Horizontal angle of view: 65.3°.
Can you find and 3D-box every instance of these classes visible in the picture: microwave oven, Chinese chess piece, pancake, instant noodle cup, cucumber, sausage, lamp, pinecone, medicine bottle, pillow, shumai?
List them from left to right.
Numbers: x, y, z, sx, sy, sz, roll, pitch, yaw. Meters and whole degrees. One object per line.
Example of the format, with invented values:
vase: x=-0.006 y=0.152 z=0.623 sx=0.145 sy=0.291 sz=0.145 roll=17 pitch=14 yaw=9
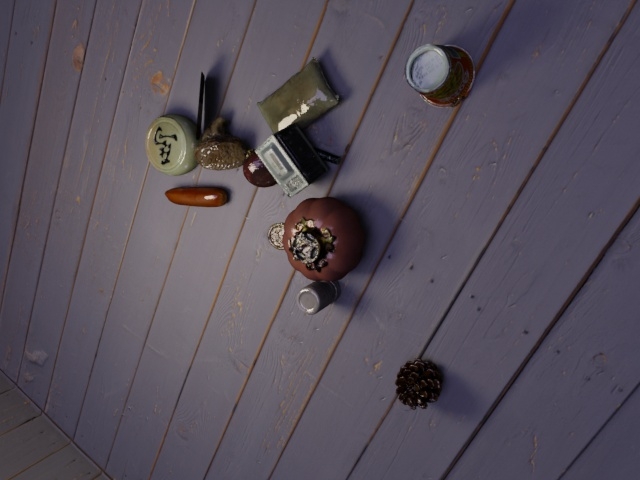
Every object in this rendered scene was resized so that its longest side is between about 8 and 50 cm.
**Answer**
Chinese chess piece: x=-0.602 y=-0.390 z=2.043 sx=0.250 sy=0.101 sz=0.250 roll=5 pitch=102 yaw=27
sausage: x=-0.512 y=-0.178 z=2.046 sx=0.300 sy=0.089 sz=0.083 roll=4 pitch=108 yaw=27
shumai: x=-0.380 y=-0.373 z=1.923 sx=0.206 sy=0.166 sz=0.175 roll=-4 pitch=61 yaw=3
lamp: x=-0.207 y=-0.275 z=1.844 sx=0.156 sy=0.135 sz=0.157 roll=11 pitch=132 yaw=-16
pancake: x=-0.158 y=-0.017 z=1.937 sx=0.115 sy=0.011 sz=0.114 roll=5 pitch=102 yaw=25
microwave oven: x=-0.098 y=-0.279 z=1.740 sx=0.122 sy=0.162 sz=0.208 roll=-31 pitch=99 yaw=42
pillow: x=-0.081 y=-0.488 z=1.764 sx=0.302 sy=0.075 sz=0.184 roll=-29 pitch=88 yaw=32
medicine bottle: x=-0.007 y=0.198 z=1.811 sx=0.105 sy=0.168 sz=0.105 roll=6 pitch=103 yaw=27
lamp: x=0.000 y=0.000 z=1.726 sx=0.305 sy=0.240 sz=0.305 roll=6 pitch=103 yaw=26
cucumber: x=0.008 y=-0.305 z=1.778 sx=0.133 sy=0.032 sz=0.032 roll=24 pitch=111 yaw=21
pinecone: x=0.327 y=0.498 z=1.699 sx=0.163 sy=0.165 sz=0.162 roll=8 pitch=109 yaw=26
instant noodle cup: x=0.341 y=-0.489 z=1.463 sx=0.193 sy=0.212 sz=0.193 roll=6 pitch=104 yaw=27

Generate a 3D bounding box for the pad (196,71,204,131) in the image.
pad: x=-0.422 y=-0.495 z=1.840 sx=0.323 sy=0.055 sz=0.249 roll=25 pitch=110 yaw=61
